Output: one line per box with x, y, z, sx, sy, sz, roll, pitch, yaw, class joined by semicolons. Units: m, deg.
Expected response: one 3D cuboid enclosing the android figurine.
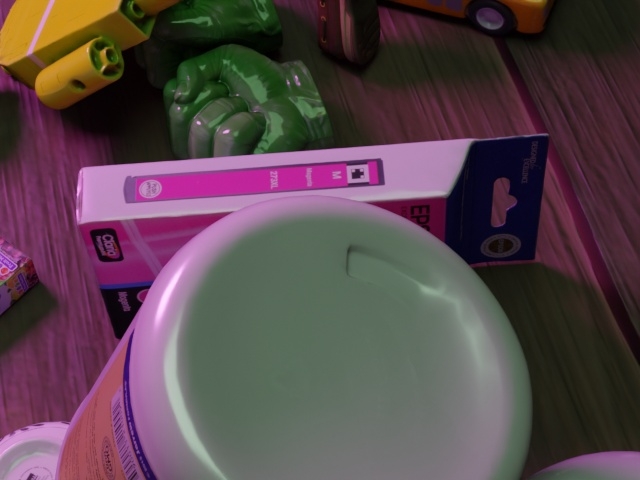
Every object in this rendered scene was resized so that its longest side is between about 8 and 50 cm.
-0.210;-0.232;1.291;0.273;0.056;0.248;-20;44;37;android figurine

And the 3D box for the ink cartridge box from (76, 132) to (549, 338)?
0.000;0.000;1.110;0.371;0.175;0.069;-6;54;0;ink cartridge box

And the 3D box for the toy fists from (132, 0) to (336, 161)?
-0.096;-0.165;1.287;0.142;0.096;0.279;-20;57;-7;toy fists

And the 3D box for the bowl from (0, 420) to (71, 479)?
-0.211;0.201;1.042;0.170;0.080;0.170;-2;55;3;bowl

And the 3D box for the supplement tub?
-0.038;0.143;0.883;0.241;0.331;0.241;10;61;-18;supplement tub

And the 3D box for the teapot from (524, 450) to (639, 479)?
0.204;0.256;0.918;0.252;0.187;0.256;-41;87;-2;teapot

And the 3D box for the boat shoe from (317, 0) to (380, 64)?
0.016;-0.255;1.298;0.060;0.178;0.064;13;34;29;boat shoe

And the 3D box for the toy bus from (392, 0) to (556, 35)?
0.080;-0.312;1.356;0.333;0.130;0.108;17;57;16;toy bus

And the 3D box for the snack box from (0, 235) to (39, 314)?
-0.335;0.022;1.205;0.141;0.037;0.100;33;64;24;snack box
